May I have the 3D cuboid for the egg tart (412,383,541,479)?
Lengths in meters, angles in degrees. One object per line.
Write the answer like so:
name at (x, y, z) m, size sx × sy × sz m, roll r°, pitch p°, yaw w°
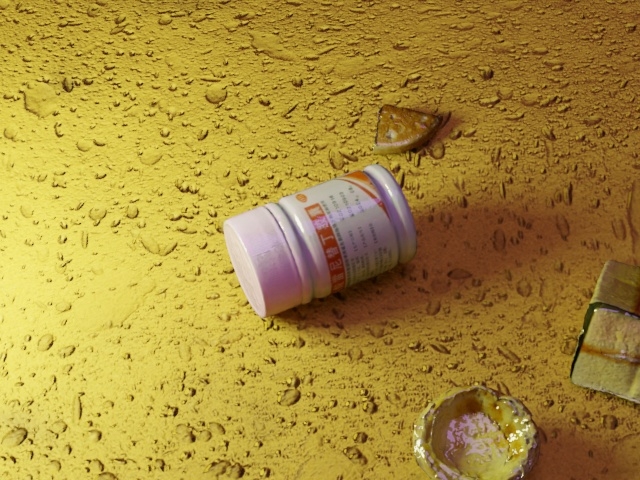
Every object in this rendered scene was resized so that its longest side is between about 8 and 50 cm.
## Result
egg tart at (0.257, 0.337, 1.678) m, size 0.212 × 0.090 × 0.213 m, roll -3°, pitch 50°, yaw 3°

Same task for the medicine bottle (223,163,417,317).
medicine bottle at (0.000, 0.000, 1.892) m, size 0.315 × 0.202 × 0.202 m, roll -22°, pitch 53°, yaw -13°

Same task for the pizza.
pizza at (0.168, -0.240, 2.177) m, size 0.178 × 0.041 × 0.131 m, roll -37°, pitch 61°, yaw -23°

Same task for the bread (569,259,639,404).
bread at (0.563, 0.162, 1.836) m, size 0.167 × 0.163 × 0.264 m, roll 17°, pitch 23°, yaw 17°
